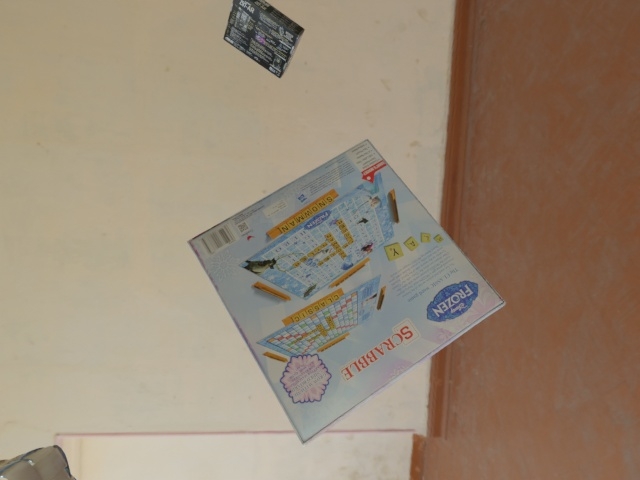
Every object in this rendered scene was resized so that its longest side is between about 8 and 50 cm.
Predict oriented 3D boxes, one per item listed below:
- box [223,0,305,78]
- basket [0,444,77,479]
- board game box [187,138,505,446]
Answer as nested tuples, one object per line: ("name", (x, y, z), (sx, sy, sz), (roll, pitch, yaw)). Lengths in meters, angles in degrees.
("box", (-0.068, -0.241, 0.506), (0.018, 0.083, 0.067), (-62, 8, -34))
("basket", (-0.369, 0.385, 0.468), (0.255, 0.288, 0.201), (57, -167, 3))
("board game box", (0.027, 0.053, 0.615), (0.318, 0.318, 0.066), (55, 169, 20))
